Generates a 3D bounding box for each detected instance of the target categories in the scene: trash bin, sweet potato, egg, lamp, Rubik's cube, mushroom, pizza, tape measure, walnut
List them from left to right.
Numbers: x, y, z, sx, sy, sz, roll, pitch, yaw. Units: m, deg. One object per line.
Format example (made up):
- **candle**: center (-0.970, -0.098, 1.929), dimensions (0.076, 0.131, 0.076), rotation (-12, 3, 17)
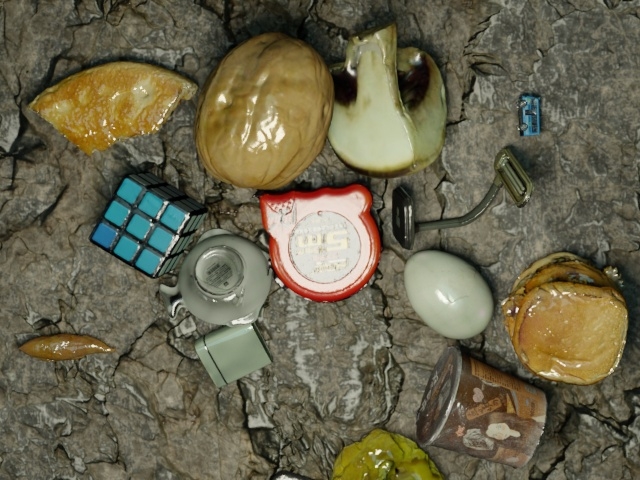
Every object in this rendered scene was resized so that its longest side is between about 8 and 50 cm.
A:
- **sweet potato**: center (-0.544, 0.231, 1.808), dimensions (0.205, 0.060, 0.068), rotation (-2, 131, 2)
- **pizza**: center (-0.435, -0.281, 1.759), dimensions (0.365, 0.074, 0.182), rotation (-13, 91, 4)
- **Rubik's cube**: center (-0.350, -0.034, 1.727), dimensions (0.160, 0.163, 0.162), rotation (31, 98, 1)
- **trash bin**: center (-0.183, 0.234, 1.776), dimensions (0.129, 0.059, 0.116), rotation (-25, 109, 4)
- **walnut**: center (-0.112, -0.254, 1.646), dimensions (0.251, 0.277, 0.313), rotation (15, 91, -18)
- **tape measure**: center (0.001, 0.000, 1.732), dimensions (0.253, 0.114, 0.261), rotation (-7, 97, 4)
- **mushroom**: center (0.120, -0.283, 1.708), dimensions (0.217, 0.212, 0.292), rotation (-9, 110, 47)
- **egg**: center (0.257, 0.107, 1.703), dimensions (0.209, 0.151, 0.151), rotation (45, 95, 1)
- **lamp**: center (0.284, -0.064, 1.674), dimensions (0.283, 0.203, 0.125), rotation (-20, 111, 1)

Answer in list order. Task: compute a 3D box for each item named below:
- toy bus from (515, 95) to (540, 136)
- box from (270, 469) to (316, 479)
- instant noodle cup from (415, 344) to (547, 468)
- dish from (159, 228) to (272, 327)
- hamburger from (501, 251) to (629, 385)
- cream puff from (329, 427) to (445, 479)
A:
- **toy bus**: center (0.428, -0.256, 1.726), dimensions (0.046, 0.038, 0.083), rotation (-3, 95, -1)
- **box**: center (-0.039, 0.618, 1.807), dimensions (0.201, 0.042, 0.213), rotation (18, 93, 3)
- **instant noodle cup**: center (0.326, 0.346, 1.695), dimensions (0.207, 0.217, 0.218), rotation (20, 95, -4)
- **dish**: center (-0.216, 0.077, 1.732), dimensions (0.246, 0.078, 0.224), rotation (-23, 74, -4)
- **hamburger**: center (0.498, 0.152, 1.663), dimensions (0.260, 0.211, 0.245), rotation (-43, 98, 11)
- **cream puff**: center (0.133, 0.529, 1.711), dimensions (0.281, 0.185, 0.282), rotation (0, 82, 0)
